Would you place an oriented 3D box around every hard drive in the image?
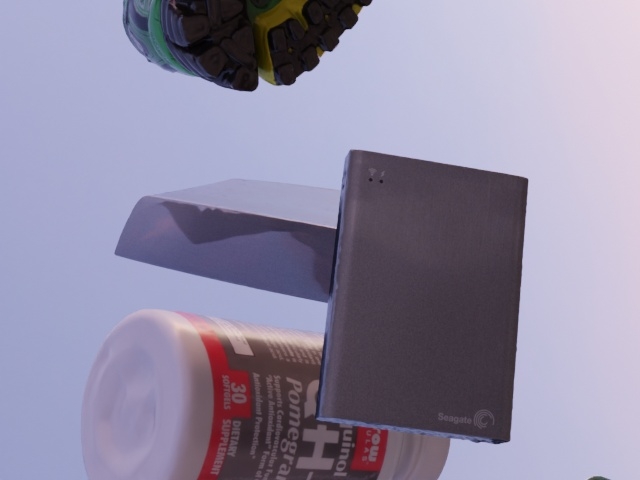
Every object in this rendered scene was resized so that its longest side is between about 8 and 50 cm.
[{"bbox_3d":[0.000,0.000,0.807,0.172,0.254,0.054,-19,-63,-63],"label":"hard drive"},{"bbox_3d":[0.051,0.028,0.552,0.022,0.094,0.135,126,152,-74],"label":"hard drive"}]

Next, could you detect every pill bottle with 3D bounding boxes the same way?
[{"bbox_3d":[-0.038,0.166,1.007,0.318,0.176,0.176,12,-106,-39],"label":"pill bottle"}]

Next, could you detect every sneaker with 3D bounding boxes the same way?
[{"bbox_3d":[0.005,-0.230,0.715,0.343,0.146,0.134,-41,-58,-22],"label":"sneaker"}]

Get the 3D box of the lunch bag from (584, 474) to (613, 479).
[{"bbox_3d":[0.236,0.261,0.793,0.279,0.224,0.108,11,-73,-57],"label":"lunch bag"}]
